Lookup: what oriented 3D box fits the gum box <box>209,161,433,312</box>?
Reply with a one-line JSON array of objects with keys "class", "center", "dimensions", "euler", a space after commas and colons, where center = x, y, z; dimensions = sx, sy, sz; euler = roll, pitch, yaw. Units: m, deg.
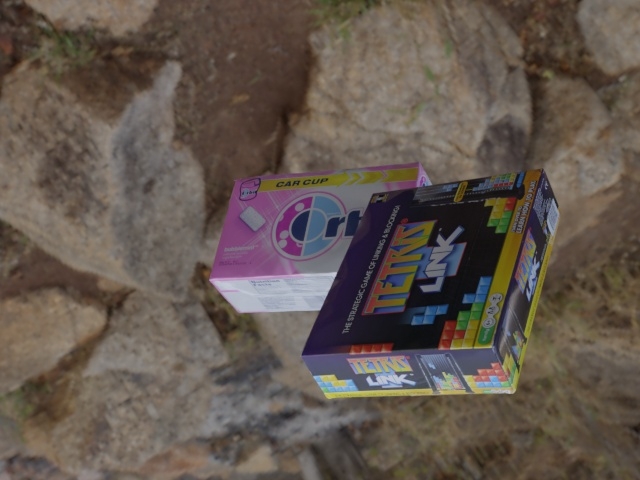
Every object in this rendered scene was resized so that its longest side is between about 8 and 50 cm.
[{"class": "gum box", "center": [0.000, 0.000, 0.902], "dimensions": [0.188, 0.107, 0.062], "euler": [-4, 146, 23]}]

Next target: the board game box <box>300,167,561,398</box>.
[{"class": "board game box", "center": [0.080, 0.028, 0.723], "dimensions": [0.141, 0.048, 0.170], "euler": [-6, -140, 30]}]
